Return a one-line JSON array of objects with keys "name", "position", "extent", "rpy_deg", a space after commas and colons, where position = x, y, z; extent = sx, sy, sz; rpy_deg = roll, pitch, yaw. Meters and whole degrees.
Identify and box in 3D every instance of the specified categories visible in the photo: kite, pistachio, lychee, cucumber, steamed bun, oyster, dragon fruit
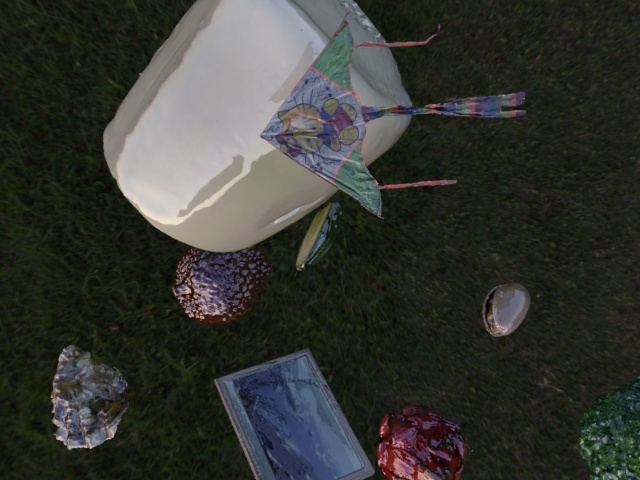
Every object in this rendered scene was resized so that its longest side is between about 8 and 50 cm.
[{"name": "kite", "position": [0.060, -0.119, 0.560], "extent": [0.245, 0.006, 0.197], "rpy_deg": [-6, 86, 13]}, {"name": "pistachio", "position": [0.450, 0.165, 1.482], "extent": [0.113, 0.113, 0.149], "rpy_deg": [32, 71, -1]}, {"name": "lychee", "position": [-0.253, 0.097, 1.578], "extent": [0.271, 0.236, 0.235], "rpy_deg": [-23, 93, -33]}, {"name": "cucumber", "position": [0.000, 0.000, 0.871], "extent": [0.035, 0.067, 0.107], "rpy_deg": [33, 64, -16]}, {"name": "steamed bun", "position": [-0.067, -0.175, 0.857], "extent": [0.290, 0.456, 0.371], "rpy_deg": [44, 113, -9]}, {"name": "oyster", "position": [-0.683, 0.449, 1.765], "extent": [0.238, 0.114, 0.351], "rpy_deg": [-28, 54, -6]}, {"name": "dragon fruit", "position": [0.242, 0.520, 1.467], "extent": [0.234, 0.293, 0.233], "rpy_deg": [0, 95, 2]}]

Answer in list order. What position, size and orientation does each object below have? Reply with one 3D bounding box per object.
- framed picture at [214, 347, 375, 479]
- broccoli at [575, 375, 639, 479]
[{"name": "framed picture", "position": [-0.064, 0.411, 1.363], "extent": [0.247, 0.022, 0.335], "rpy_deg": [-13, 52, -25]}, {"name": "broccoli", "position": [0.389, 0.229, 0.537], "extent": [0.308, 0.307, 0.275], "rpy_deg": [10, 120, 0]}]
